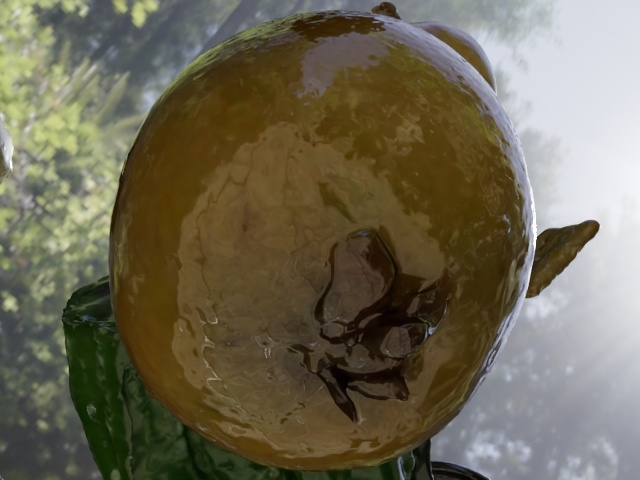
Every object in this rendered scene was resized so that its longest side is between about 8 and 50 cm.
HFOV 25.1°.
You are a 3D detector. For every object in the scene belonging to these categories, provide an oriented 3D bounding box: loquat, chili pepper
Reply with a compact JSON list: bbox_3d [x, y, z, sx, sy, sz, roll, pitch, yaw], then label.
[{"bbox_3d":[0.000,0.000,0.466,0.137,0.163,0.163,28,-49,-14],"label":"loquat"},{"bbox_3d":[-0.030,0.158,0.941,0.167,0.213,0.385,9,-46,44],"label":"chili pepper"}]

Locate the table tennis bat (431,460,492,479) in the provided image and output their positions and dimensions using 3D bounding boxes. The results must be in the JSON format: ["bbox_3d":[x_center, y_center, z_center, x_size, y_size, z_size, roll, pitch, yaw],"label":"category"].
[{"bbox_3d":[0.137,0.270,1.149,0.236,0.027,0.150,34,-59,10],"label":"table tennis bat"}]

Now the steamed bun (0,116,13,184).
[{"bbox_3d":[-0.493,-0.125,1.528,0.325,0.230,0.372,40,-8,-32],"label":"steamed bun"}]

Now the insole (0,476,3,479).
[{"bbox_3d":[-0.430,0.176,1.504,0.322,0.109,0.007,51,-48,11],"label":"insole"}]

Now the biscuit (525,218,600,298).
[{"bbox_3d":[0.173,0.016,1.120,0.018,0.083,0.081,48,-16,-8],"label":"biscuit"}]

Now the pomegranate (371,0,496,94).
[{"bbox_3d":[0.081,-0.136,1.395,0.196,0.196,0.196,11,-52,15],"label":"pomegranate"}]
